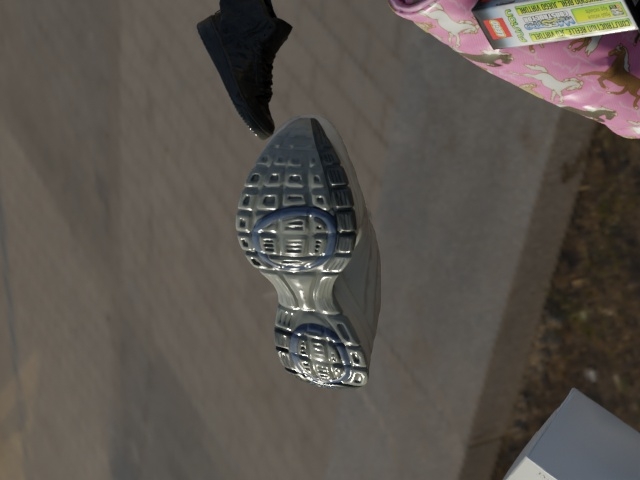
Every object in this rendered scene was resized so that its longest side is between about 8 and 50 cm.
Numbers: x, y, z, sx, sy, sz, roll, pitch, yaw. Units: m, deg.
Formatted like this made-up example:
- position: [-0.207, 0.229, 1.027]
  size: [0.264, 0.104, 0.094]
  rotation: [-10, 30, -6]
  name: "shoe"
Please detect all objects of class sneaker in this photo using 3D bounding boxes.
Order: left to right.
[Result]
- position: [-0.064, -0.193, 1.387]
  size: [0.170, 0.089, 0.051]
  rotation: [62, -171, 12]
  name: "sneaker"
- position: [0.000, 0.000, 1.258]
  size: [0.129, 0.111, 0.297]
  rotation: [-66, -22, -44]
  name: "sneaker"

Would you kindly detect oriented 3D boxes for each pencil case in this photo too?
- position: [0.263, -0.250, 1.539]
  size: [0.167, 0.386, 0.160]
  rotation: [-12, 59, 56]
  name: "pencil case"

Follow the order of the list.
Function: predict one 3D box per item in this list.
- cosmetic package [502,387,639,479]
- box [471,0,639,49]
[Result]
- position: [0.374, 0.320, 1.430]
  size: [0.377, 0.097, 0.284]
  rotation: [35, 165, 11]
  name: "cosmetic package"
- position: [0.196, -0.212, 0.924]
  size: [0.114, 0.207, 0.036]
  rotation: [-1, 134, 45]
  name: "box"
